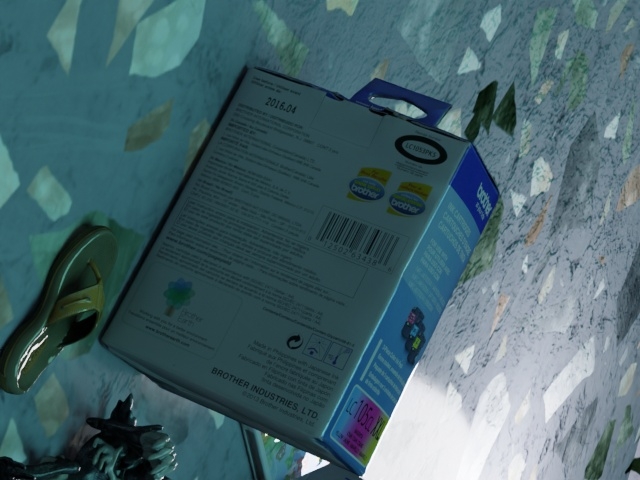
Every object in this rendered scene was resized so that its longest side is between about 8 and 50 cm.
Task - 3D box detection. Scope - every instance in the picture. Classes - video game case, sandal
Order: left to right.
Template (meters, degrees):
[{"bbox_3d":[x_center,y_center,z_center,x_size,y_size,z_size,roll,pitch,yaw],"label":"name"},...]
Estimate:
[{"bbox_3d":[-0.234,0.070,1.632,0.180,0.049,0.072,-59,152,-20],"label":"sandal"},{"bbox_3d":[-0.023,0.204,2.159,0.204,0.025,0.285,-51,149,-33],"label":"video game case"}]

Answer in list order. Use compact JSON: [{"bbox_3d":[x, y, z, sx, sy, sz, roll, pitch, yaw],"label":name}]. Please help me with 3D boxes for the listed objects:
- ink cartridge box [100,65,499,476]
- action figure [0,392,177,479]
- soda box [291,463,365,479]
[{"bbox_3d":[0.000,0.000,1.777,0.395,0.270,0.151,-63,155,-11],"label":"ink cartridge box"},{"bbox_3d":[-0.216,0.247,1.697,0.275,0.141,0.164,-8,114,-57],"label":"action figure"},{"bbox_3d":[-0.045,0.361,2.107,0.286,0.098,0.091,-16,127,-49],"label":"soda box"}]
